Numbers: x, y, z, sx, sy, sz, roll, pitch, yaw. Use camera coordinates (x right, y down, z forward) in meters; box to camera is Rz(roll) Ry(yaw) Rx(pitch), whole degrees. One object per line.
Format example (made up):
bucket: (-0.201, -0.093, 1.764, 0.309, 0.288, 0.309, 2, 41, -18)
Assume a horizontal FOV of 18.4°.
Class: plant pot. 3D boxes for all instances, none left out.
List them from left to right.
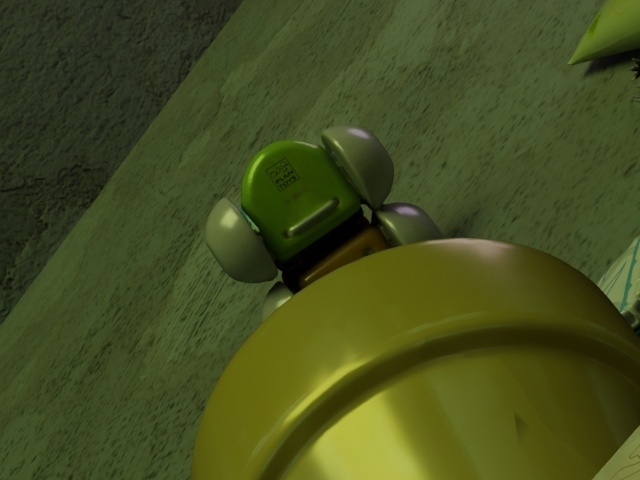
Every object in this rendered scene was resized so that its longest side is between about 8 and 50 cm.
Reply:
plant pot: (0.085, 0.164, 0.950, 0.254, 0.254, 0.239, -49, 33, 13)

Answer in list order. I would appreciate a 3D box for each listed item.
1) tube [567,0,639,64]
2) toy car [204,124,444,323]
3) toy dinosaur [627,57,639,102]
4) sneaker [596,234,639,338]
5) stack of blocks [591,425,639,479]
tube: (0.253, -0.179, 1.486, 0.070, 0.062, 0.240, -15, 4, -14)
toy car: (0.000, 0.000, 1.599, 0.159, 0.182, 0.136, -35, 9, -5)
toy dinosaur: (0.247, -0.103, 1.377, 0.090, 0.047, 0.082, -43, 35, -3)
sneaker: (0.180, 0.066, 1.179, 0.191, 0.071, 0.083, -55, 8, -37)
stack of blocks: (0.268, 0.051, 0.766, 0.297, 0.171, 0.087, -50, 17, 8)
